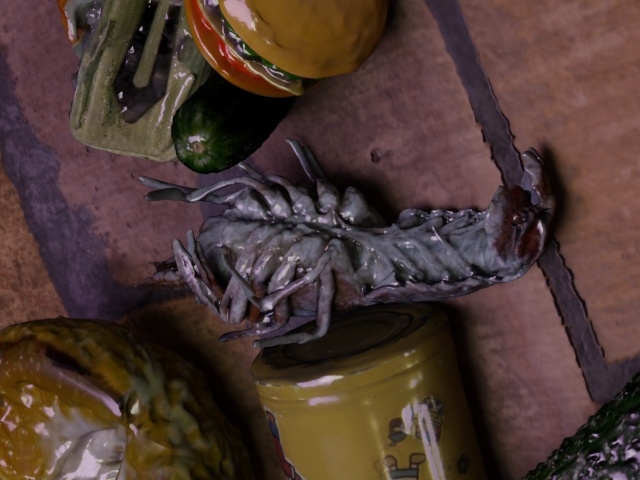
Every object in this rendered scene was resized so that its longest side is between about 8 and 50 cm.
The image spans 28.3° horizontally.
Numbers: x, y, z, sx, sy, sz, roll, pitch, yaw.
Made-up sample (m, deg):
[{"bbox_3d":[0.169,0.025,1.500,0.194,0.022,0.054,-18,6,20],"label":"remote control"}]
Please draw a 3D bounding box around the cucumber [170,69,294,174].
[{"bbox_3d":[-0.072,-0.103,1.044,0.074,0.241,0.075,4,111,9],"label":"cucumber"}]

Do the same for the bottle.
[{"bbox_3d":[0.067,0.242,1.080,0.171,0.171,0.351,-6,103,46],"label":"bottle"}]

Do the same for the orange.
[{"bbox_3d":[-0.190,0.231,1.303,0.369,0.210,0.271,57,135,12],"label":"orange"}]

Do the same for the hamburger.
[{"bbox_3d":[-0.026,-0.189,0.993,0.115,0.162,0.162,-26,89,57],"label":"hamburger"}]

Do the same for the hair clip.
[{"bbox_3d":[-0.140,-0.209,1.132,0.091,0.138,0.321,-98,27,-42],"label":"hair clip"}]

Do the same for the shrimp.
[{"bbox_3d":[-0.001,0.003,1.050,0.410,0.221,0.166,3,138,25],"label":"shrimp"}]

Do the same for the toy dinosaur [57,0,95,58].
[{"bbox_3d":[-0.246,-0.247,1.259,0.142,0.057,0.212,52,135,30],"label":"toy dinosaur"}]

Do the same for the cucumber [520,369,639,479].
[{"bbox_3d":[0.216,0.164,0.907,0.096,0.096,0.359,49,124,17],"label":"cucumber"}]
